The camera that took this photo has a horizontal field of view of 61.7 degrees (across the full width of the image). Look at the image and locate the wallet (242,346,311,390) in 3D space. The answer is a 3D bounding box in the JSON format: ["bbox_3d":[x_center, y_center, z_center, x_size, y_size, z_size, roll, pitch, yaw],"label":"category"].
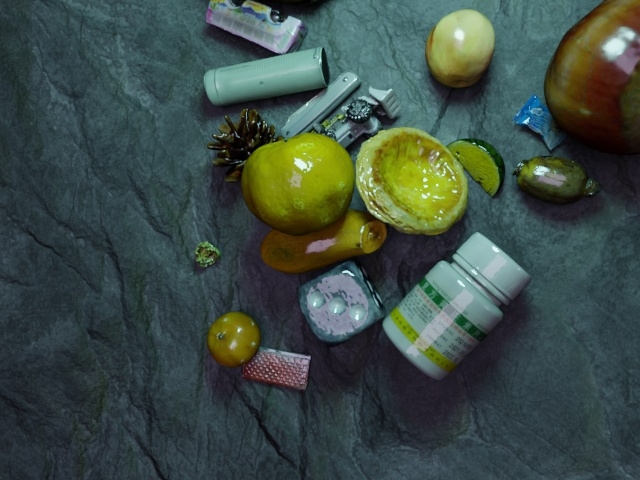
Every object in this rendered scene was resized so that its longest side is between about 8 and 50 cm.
[{"bbox_3d":[-0.128,0.363,1.534,0.197,0.020,0.103,7,91,12],"label":"wallet"}]

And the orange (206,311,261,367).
[{"bbox_3d":[-0.244,0.275,1.496,0.156,0.124,0.156,-13,62,25],"label":"orange"}]

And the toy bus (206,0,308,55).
[{"bbox_3d":[-0.177,-0.605,1.489,0.274,0.090,0.112,26,101,10],"label":"toy bus"}]

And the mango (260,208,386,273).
[{"bbox_3d":[0.003,-0.003,1.413,0.360,0.187,0.143,-13,119,19],"label":"mango"}]

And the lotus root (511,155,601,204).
[{"bbox_3d":[0.579,-0.145,1.318,0.210,0.120,0.120,17,95,12],"label":"lotus root"}]

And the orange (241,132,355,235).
[{"bbox_3d":[-0.049,-0.134,1.285,0.279,0.279,0.235,-12,109,12],"label":"orange"}]

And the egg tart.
[{"bbox_3d":[0.219,-0.138,1.359,0.319,0.128,0.318,8,66,-19],"label":"egg tart"}]

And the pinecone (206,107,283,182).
[{"bbox_3d":[-0.199,-0.243,1.451,0.202,0.201,0.229,-46,57,-4],"label":"pinecone"}]

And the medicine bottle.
[{"bbox_3d":[0.338,0.159,1.332,0.208,0.208,0.339,43,100,8],"label":"medicine bottle"}]

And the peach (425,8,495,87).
[{"bbox_3d":[0.347,-0.474,1.334,0.185,0.184,0.184,0,91,12],"label":"peach"}]

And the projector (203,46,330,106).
[{"bbox_3d":[-0.146,-0.447,1.471,0.338,0.108,0.108,-6,90,14],"label":"projector"}]

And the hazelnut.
[{"bbox_3d":[0.699,-0.396,1.180,0.409,0.359,0.359,-44,82,1],"label":"hazelnut"}]

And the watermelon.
[{"bbox_3d":[0.416,-0.205,1.375,0.092,0.075,0.181,-40,84,14],"label":"watermelon"}]

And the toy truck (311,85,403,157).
[{"bbox_3d":[0.077,-0.305,1.422,0.286,0.136,0.111,-38,63,10],"label":"toy truck"}]

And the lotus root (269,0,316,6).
[{"bbox_3d":[-0.128,-0.732,1.419,0.398,0.196,0.179,13,98,12],"label":"lotus root"}]

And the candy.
[{"bbox_3d":[0.567,-0.297,1.362,0.136,0.038,0.088,39,85,2],"label":"candy"}]

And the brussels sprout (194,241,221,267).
[{"bbox_3d":[-0.332,0.040,1.556,0.085,0.058,0.085,-4,118,-8],"label":"brussels sprout"}]

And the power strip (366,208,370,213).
[{"bbox_3d":[0.157,-0.150,1.454,0.082,0.035,0.191,-9,90,12],"label":"power strip"}]

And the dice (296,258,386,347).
[{"bbox_3d":[0.055,0.162,1.407,0.182,0.181,0.183,-30,84,11],"label":"dice"}]

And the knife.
[{"bbox_3d":[-0.004,-0.371,1.481,0.266,0.041,0.073,-39,67,10],"label":"knife"}]
